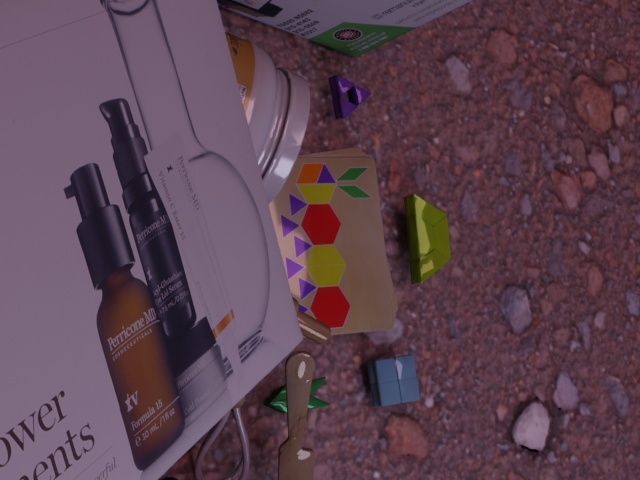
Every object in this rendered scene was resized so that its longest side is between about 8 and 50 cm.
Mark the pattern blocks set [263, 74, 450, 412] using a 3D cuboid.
[{"bbox_3d":[0.000,0.000,1.137,0.285,0.026,0.324,7,78,-29],"label":"pattern blocks set"}]

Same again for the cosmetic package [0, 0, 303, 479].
[{"bbox_3d":[-0.160,0.007,0.637,0.377,0.097,0.284,-41,119,-55],"label":"cosmetic package"}]

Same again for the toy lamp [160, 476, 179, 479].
[{"bbox_3d":[-0.039,0.301,1.021,0.275,0.080,0.080,38,61,-23],"label":"toy lamp"}]

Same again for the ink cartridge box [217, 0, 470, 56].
[{"bbox_3d":[-0.016,-0.281,1.078,0.278,0.201,0.117,14,72,-33],"label":"ink cartridge box"}]

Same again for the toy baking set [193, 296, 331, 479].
[{"bbox_3d":[-0.088,0.115,0.996,0.256,0.030,0.196,25,106,-25],"label":"toy baking set"}]

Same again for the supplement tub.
[{"bbox_3d":[-0.124,-0.112,0.989,0.200,0.144,0.144,19,70,-23],"label":"supplement tub"}]
